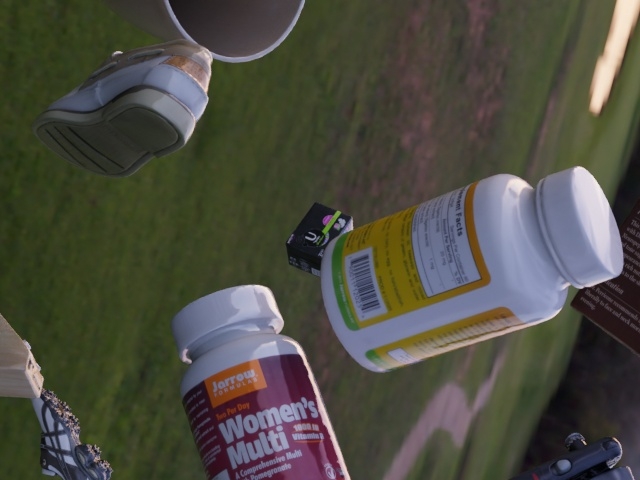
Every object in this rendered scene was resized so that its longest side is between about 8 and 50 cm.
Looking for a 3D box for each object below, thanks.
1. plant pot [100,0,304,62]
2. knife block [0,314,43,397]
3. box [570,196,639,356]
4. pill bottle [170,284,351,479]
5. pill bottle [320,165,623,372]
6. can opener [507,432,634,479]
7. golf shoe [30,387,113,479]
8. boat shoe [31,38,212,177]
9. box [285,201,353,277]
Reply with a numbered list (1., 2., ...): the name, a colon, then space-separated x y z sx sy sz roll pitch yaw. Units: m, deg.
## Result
1. plant pot: -0.199 -0.383 1.821 0.257 0.274 0.256 -9 104 -41
2. knife block: -0.502 0.135 1.551 0.242 0.276 0.088 -38 157 -18
3. box: 0.417 0.049 1.398 0.167 0.168 0.203 26 101 -37
4. pill bottle: -0.056 0.159 1.168 0.121 0.121 0.221 56 12 -69
5. pill bottle: 0.135 0.022 1.162 0.136 0.246 0.136 39 40 -43
6. can opener: 0.217 0.244 1.289 0.059 0.186 0.073 79 -10 -48
7. golf shoe: -0.417 0.319 2.051 0.094 0.198 0.077 -39 162 2
8. boat shoe: -0.213 -0.146 1.443 0.113 0.302 0.103 42 63 -30
9. box: 0.000 0.000 1.806 0.083 0.062 0.052 -55 156 -29
